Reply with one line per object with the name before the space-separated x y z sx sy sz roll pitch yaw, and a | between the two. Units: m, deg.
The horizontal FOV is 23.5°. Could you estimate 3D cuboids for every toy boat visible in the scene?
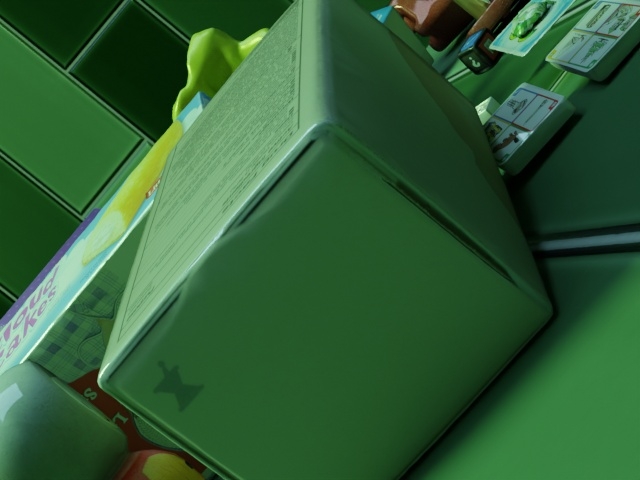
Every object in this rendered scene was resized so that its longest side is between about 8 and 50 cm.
toy boat | -0.150 0.176 0.754 0.318 0.148 0.267 -46 8 42

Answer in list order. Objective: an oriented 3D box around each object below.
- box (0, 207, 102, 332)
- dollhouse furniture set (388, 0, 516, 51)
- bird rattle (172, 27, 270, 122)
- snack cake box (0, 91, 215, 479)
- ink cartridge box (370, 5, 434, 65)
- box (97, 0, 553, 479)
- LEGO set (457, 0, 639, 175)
box | -0.266 0.130 1.693 0.057 0.201 0.293 3 40 29
dollhouse furniture set | 0.111 -0.290 1.445 0.152 0.201 0.374 -51 0 3
bird rattle | -0.077 -0.045 1.107 0.253 0.143 0.207 -55 14 -21
snack cake box | -0.097 0.057 0.992 0.264 0.152 0.089 -49 22 13
ink cartridge box | -0.015 -0.136 1.524 0.231 0.078 0.134 -12 39 44
box | 0.000 -0.011 0.727 0.148 0.121 0.311 -48 13 16
LEGO set | 0.105 -0.067 0.915 0.182 0.060 0.244 -47 15 1
